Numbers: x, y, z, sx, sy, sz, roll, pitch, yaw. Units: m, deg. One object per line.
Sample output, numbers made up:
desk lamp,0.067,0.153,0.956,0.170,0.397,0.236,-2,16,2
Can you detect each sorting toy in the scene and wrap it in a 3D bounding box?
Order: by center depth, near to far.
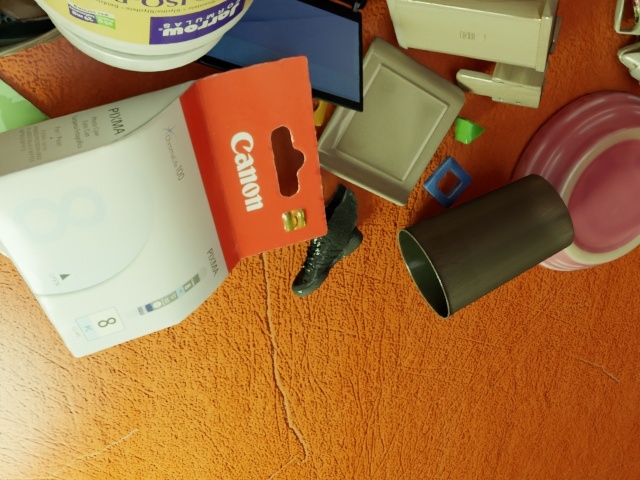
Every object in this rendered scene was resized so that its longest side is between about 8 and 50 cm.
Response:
sorting toy,0.096,-0.170,0.957,0.348,0.047,0.196,22,101,-30

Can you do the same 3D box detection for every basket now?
basket,0.256,0.002,1.012,0.227,0.204,0.154,-27,84,-3

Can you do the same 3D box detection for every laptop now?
laptop,-0.015,-0.325,0.775,0.234,0.136,0.264,11,121,-27

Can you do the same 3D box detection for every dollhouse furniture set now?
dollhouse furniture set,0.243,-0.389,0.886,0.286,0.198,0.303,40,68,-71

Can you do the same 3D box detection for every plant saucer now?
plant saucer,0.485,-0.086,1.134,0.332,0.084,0.332,-9,118,-17

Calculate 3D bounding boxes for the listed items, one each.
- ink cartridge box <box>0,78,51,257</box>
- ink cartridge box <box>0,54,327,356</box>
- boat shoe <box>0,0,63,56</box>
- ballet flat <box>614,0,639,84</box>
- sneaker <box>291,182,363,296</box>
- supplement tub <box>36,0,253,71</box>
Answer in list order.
ink cartridge box,-0.380,-0.081,0.804,0.171,0.056,0.235,-45,125,5
ink cartridge box,-0.171,-0.031,0.805,0.385,0.091,0.308,-17,137,-10
boat shoe,-0.377,-0.246,0.690,0.302,0.103,0.113,-20,121,-12
ballet flat,0.506,-0.327,1.034,0.077,0.091,0.241,-10,119,17
sneaker,0.001,0.001,1.003,0.170,0.051,0.089,-44,123,-2
supplement tub,-0.145,-0.302,0.533,0.241,0.331,0.241,3,78,-15
